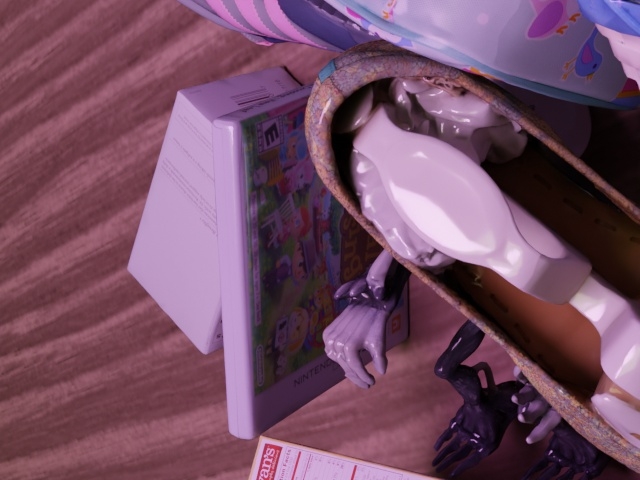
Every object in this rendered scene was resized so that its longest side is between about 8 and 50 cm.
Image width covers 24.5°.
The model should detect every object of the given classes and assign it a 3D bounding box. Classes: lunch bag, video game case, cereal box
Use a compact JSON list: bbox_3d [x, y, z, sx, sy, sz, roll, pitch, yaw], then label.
[{"bbox_3d":[0.062,-0.177,0.795,0.279,0.224,0.108,40,113,34],"label":"lunch bag"},{"bbox_3d":[0.000,0.000,0.982,0.023,0.193,0.212,11,113,33],"label":"video game case"},{"bbox_3d":[0.095,0.181,0.937,0.240,0.173,0.047,7,78,36],"label":"cereal box"}]

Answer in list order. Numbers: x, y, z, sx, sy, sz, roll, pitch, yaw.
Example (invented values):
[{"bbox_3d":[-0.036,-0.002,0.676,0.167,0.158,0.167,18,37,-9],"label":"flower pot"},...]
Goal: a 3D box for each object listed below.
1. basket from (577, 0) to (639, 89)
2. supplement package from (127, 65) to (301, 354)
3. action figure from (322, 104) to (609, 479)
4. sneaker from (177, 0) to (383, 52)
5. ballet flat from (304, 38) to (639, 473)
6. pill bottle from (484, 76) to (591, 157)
[{"bbox_3d":[0.215,-0.155,0.598,0.201,0.255,0.289,21,145,37],"label":"basket"},{"bbox_3d":[-0.059,-0.023,1.106,0.105,0.105,0.179,45,133,27],"label":"supplement package"},{"bbox_3d":[0.101,0.049,0.868,0.164,0.141,0.275,16,142,33],"label":"action figure"},{"bbox_3d":[-0.012,-0.179,1.019,0.319,0.112,0.131,32,156,30],"label":"sneaker"},{"bbox_3d":[0.130,0.026,0.726,0.348,0.123,0.123,40,134,7],"label":"ballet flat"},{"bbox_3d":[0.093,-0.054,0.938,0.152,0.086,0.086,-39,75,49],"label":"pill bottle"}]
